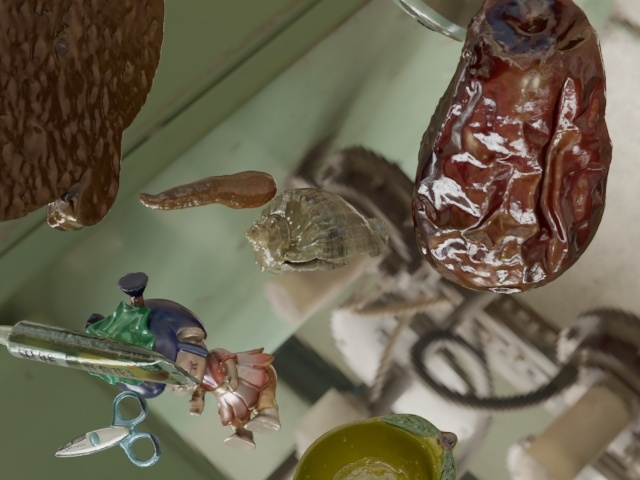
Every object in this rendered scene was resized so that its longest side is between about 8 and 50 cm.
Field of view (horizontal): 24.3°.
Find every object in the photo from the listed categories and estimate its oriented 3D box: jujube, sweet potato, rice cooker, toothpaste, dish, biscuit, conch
[{"bbox_3d":[0.202,-0.099,1.535,0.216,0.216,0.342,31,139,31],"label":"jujube"},{"bbox_3d":[-0.132,-0.060,1.873,0.050,0.214,0.050,8,102,45],"label":"sweet potato"},{"bbox_3d":[0.134,-0.322,1.728,0.145,0.127,0.206,25,-148,-41],"label":"rice cooker"},{"bbox_3d":[-0.187,0.089,1.192,0.204,0.031,0.049,8,157,32],"label":"toothpaste"},{"bbox_3d":[0.056,0.269,1.586,0.148,0.208,0.080,61,172,24],"label":"dish"},{"bbox_3d":[-0.238,-0.171,1.173,0.070,0.394,0.350,0,113,23],"label":"biscuit"},{"bbox_3d":[0.000,0.000,1.969,0.130,0.207,0.155,-66,32,35],"label":"conch"}]

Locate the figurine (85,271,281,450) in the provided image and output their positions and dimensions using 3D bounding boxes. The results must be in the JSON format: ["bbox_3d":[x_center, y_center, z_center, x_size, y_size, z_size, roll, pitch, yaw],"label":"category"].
[{"bbox_3d":[-0.131,0.117,1.389,0.195,0.102,0.111,29,132,-28],"label":"figurine"}]

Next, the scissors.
[{"bbox_3d":[-0.161,0.146,1.105,0.119,0.014,0.058,-19,88,43],"label":"scissors"}]
